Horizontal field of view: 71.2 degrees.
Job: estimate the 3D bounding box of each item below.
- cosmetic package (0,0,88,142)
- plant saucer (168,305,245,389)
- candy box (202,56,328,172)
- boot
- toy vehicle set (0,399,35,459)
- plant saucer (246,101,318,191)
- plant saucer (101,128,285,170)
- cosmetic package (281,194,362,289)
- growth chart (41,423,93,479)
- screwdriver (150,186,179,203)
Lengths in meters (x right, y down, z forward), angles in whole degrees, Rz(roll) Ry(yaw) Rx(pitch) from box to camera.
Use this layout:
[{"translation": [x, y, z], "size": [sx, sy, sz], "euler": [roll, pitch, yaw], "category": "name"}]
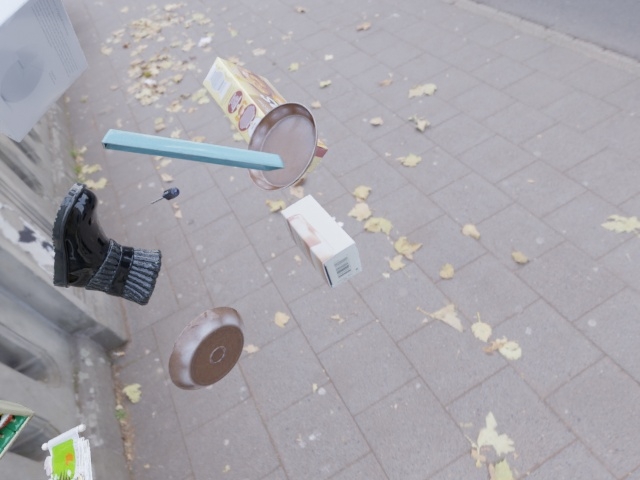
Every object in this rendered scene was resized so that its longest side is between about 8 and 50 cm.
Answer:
[{"translation": [-0.574, -0.347, 0.807], "size": [0.138, 0.224, 0.225], "euler": [29, 67, -1], "category": "cosmetic package"}, {"translation": [-0.230, 0.239, 0.960], "size": [0.036, 0.199, 0.199], "euler": [25, 62, 35], "category": "plant saucer"}, {"translation": [-0.140, -0.313, 1.126], "size": [0.088, 0.182, 0.317], "euler": [-49, 62, 26], "category": "candy box"}, {"translation": [-0.555, 0.018, 1.200], "size": [0.259, 0.348, 0.131], "euler": [15, 38, -15], "category": "boot"}, {"translation": [-0.544, 0.349, 0.618], "size": [0.035, 0.166, 0.267], "euler": [27, 68, 9], "category": "toy vehicle set"}, {"translation": [-0.067, -0.167, 0.813], "size": [0.168, 0.029, 0.169], "euler": [-11, 71, 35], "category": "plant saucer"}, {"translation": [-0.139, -0.099, 0.502], "size": [0.191, 0.018, 0.067], "euler": [5, 3, -25], "category": "plant saucer"}, {"translation": [0.000, 0.000, 1.499], "size": [0.129, 0.153, 0.296], "euler": [-31, 47, -10], "category": "cosmetic package"}, {"translation": [-0.555, 0.535, 0.984], "size": [0.172, 0.021, 0.237], "euler": [-37, 58, 15], "category": "growth chart"}, {"translation": [-0.339, -0.094, 0.956], "size": [0.024, 0.025, 0.169], "euler": [-28, 17, -35], "category": "screwdriver"}]
